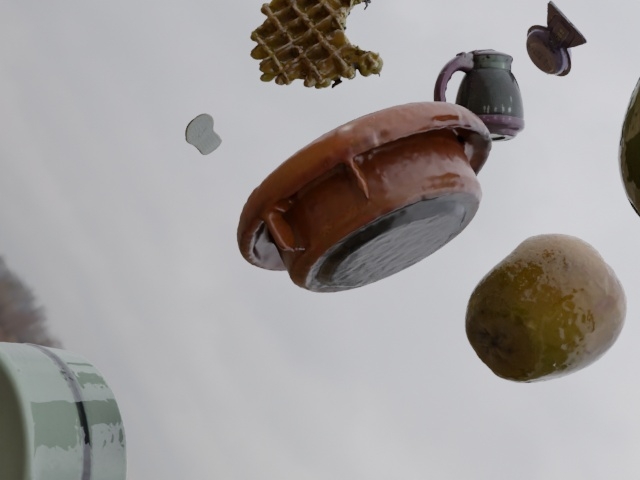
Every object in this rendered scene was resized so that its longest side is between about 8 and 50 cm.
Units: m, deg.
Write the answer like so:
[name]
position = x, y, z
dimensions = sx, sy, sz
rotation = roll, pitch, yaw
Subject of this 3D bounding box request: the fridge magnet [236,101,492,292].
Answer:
[fridge magnet]
position = 0.064, -0.050, 1.656
dimensions = 0.363, 0.363, 0.155
rotation = 95, -28, -67

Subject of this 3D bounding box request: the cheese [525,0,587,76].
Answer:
[cheese]
position = 0.399, -0.335, 2.163
dimensions = 0.105, 0.042, 0.191
rotation = 49, -13, 6

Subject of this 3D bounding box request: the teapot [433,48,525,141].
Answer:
[teapot]
position = 0.257, -0.237, 2.050
dimensions = 0.116, 0.148, 0.146
rotation = 49, 42, -83

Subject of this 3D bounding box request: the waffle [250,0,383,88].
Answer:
[waffle]
position = 0.004, -0.374, 2.183
dimensions = 0.259, 0.293, 0.069
rotation = -2, -32, 25

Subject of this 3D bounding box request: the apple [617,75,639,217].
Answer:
[apple]
position = 0.535, -0.130, 1.488
dimensions = 0.357, 0.357, 0.357
rotation = 54, -15, 21

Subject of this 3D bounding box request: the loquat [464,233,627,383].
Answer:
[loquat]
position = 0.415, 0.133, 2.322
dimensions = 0.276, 0.284, 0.276
rotation = 41, -31, 32

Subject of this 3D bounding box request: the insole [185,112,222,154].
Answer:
[insole]
position = -0.211, -0.190, 2.288
dimensions = 0.004, 0.064, 0.188
rotation = 51, -2, 14

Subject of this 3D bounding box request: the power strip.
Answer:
[power strip]
position = -0.405, 0.308, 1.607
dimensions = 0.161, 0.357, 0.357
rotation = 15, 27, -48
